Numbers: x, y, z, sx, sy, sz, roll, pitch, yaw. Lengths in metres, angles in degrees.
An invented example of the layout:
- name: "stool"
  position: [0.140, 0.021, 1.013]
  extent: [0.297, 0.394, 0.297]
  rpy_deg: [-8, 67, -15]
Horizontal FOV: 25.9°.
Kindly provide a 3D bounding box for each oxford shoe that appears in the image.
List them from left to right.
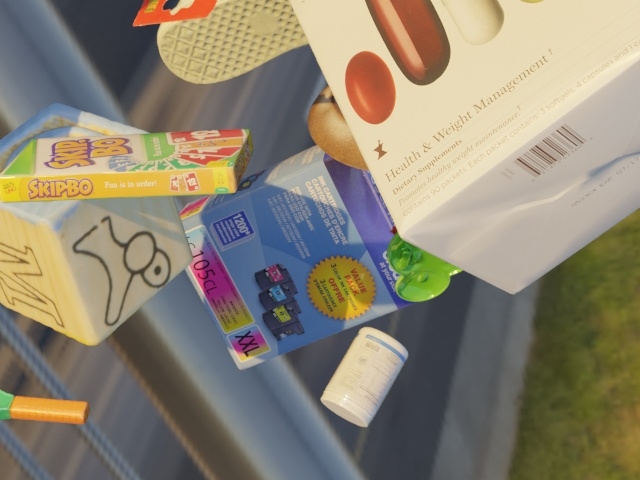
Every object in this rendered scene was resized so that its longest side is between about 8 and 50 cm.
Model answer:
- name: "oxford shoe"
  position: [-0.006, -0.328, 1.802]
  extent: [0.169, 0.449, 0.130]
  rpy_deg: [60, 27, -33]

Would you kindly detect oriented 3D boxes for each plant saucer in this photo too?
- name: "plant saucer"
  position: [0.084, -0.151, 1.588]
  extent: [0.199, 0.198, 0.036]
  rpy_deg: [-71, 165, -46]

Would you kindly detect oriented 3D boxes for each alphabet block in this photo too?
- name: "alphabet block"
  position: [-0.299, -0.023, 1.689]
  extent: [0.192, 0.193, 0.197]
  rpy_deg: [-41, 135, -32]

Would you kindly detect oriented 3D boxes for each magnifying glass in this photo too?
- name: "magnifying glass"
  position: [-0.394, 0.198, 1.678]
  extent: [0.092, 0.231, 0.026]
  rpy_deg: [-78, 172, -49]

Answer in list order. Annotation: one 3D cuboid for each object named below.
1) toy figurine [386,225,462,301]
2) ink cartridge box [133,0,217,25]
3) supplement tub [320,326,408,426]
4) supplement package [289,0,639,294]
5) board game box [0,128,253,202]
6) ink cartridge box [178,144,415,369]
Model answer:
- name: "toy figurine"
  position: [0.127, -0.036, 1.773]
  extent: [0.173, 0.130, 0.159]
  rpy_deg: [106, -22, -47]
- name: "ink cartridge box"
  position: [-0.125, -0.295, 1.322]
  extent: [0.045, 0.145, 0.179]
  rpy_deg: [31, 75, -35]
- name: "supplement tub"
  position: [0.055, 0.167, 1.714]
  extent: [0.071, 0.071, 0.107]
  rpy_deg: [46, 70, -43]
- name: "supplement package"
  position: [0.120, -0.115, 0.856]
  extent: [0.149, 0.194, 0.203]
  rpy_deg: [26, 33, -52]
- name: "board game box"
  position: [-0.205, -0.076, 1.412]
  extent: [0.124, 0.259, 0.039]
  rpy_deg: [-76, 160, -67]
- name: "ink cartridge box"
  position: [0.000, 0.000, 2.156]
  extent: [0.270, 0.395, 0.151]
  rpy_deg: [62, 17, -15]
